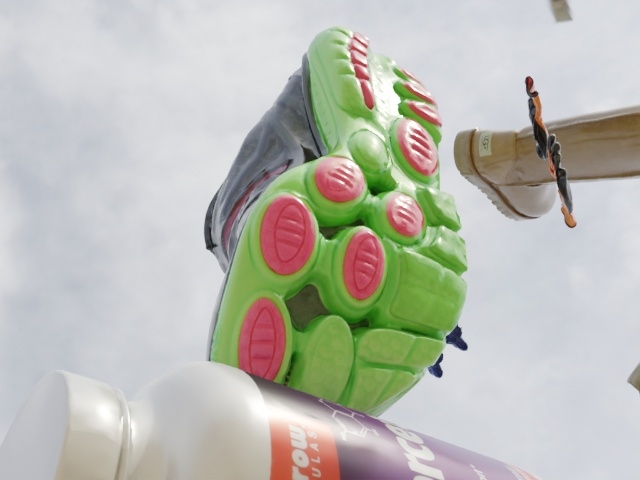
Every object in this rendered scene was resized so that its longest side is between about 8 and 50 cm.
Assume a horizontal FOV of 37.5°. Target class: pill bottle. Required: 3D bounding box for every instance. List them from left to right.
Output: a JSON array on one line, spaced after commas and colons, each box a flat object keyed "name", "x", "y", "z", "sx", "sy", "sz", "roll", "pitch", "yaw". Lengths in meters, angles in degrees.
[{"name": "pill bottle", "x": -0.013, "y": 0.178, "z": 0.515, "sx": 0.323, "sy": 0.181, "sz": 0.182, "roll": 24, "pitch": -102, "yaw": -26}]

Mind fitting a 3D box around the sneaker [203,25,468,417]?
[{"name": "sneaker", "x": 0.000, "y": 0.000, "z": 0.794, "sx": 0.185, "sy": 0.202, "sz": 0.483, "roll": 33, "pitch": -147, "yaw": -12}]

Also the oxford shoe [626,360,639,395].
[{"name": "oxford shoe", "x": 0.525, "y": 0.277, "z": 1.352, "sx": 0.130, "sy": 0.123, "sz": 0.348, "roll": -35, "pitch": -64, "yaw": -7}]

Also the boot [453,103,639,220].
[{"name": "boot", "x": 0.330, "y": -0.089, "z": 1.150, "sx": 0.236, "sy": 0.269, "sz": 0.089, "roll": 18, "pitch": -107, "yaw": -50}]

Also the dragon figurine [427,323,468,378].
[{"name": "dragon figurine", "x": 0.105, "y": 0.067, "z": 1.348, "sx": 0.085, "sy": 0.144, "sz": 0.289, "roll": -26, "pitch": -102, "yaw": -20}]

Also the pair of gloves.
[{"name": "pair of gloves", "x": 0.145, "y": -0.056, "z": 0.603, "sx": 0.010, "sy": 0.074, "sz": 0.083, "roll": -17, "pitch": -127, "yaw": 10}]
